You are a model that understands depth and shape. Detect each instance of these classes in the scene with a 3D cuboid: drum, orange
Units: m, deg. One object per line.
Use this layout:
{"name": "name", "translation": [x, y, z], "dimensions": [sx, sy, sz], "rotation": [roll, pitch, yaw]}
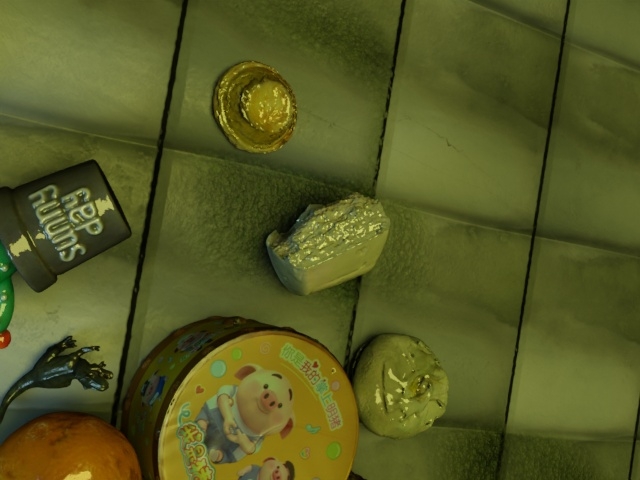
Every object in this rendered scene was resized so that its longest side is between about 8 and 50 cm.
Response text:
{"name": "drum", "translation": [-0.151, 0.359, 1.634], "dimensions": [0.431, 0.214, 0.430], "rotation": [-3, 95, -32]}
{"name": "orange", "translation": [-0.433, 0.421, 1.454], "dimensions": [0.261, 0.261, 0.260], "rotation": [-2, 93, -31]}

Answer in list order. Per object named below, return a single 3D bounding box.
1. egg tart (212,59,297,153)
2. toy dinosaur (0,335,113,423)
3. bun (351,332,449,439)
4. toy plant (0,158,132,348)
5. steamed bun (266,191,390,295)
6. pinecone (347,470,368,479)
{"name": "egg tart", "translation": [-0.118, -0.264, 1.704], "dimensions": [0.191, 0.074, 0.191], "rotation": [-2, 93, -34]}
{"name": "toy dinosaur", "translation": [-0.462, 0.239, 1.473], "dimensions": [0.179, 0.187, 0.087], "rotation": [-38, 111, -53]}
{"name": "bun", "translation": [0.181, 0.320, 1.874], "dimensions": [0.239, 0.141, 0.239], "rotation": [0, 89, -33]}
{"name": "toy plant", "translation": [-0.524, 0.007, 1.405], "dimensions": [0.400, 0.185, 0.279], "rotation": [-27, 142, -9]}
{"name": "steamed bun", "translation": [0.000, 0.000, 1.731], "dimensions": [0.226, 0.200, 0.170], "rotation": [-22, 64, -27]}
{"name": "pinecone", "translation": [0.064, 0.606, 1.766], "dimensions": [0.244, 0.243, 0.257], "rotation": [-1, 106, -31]}
